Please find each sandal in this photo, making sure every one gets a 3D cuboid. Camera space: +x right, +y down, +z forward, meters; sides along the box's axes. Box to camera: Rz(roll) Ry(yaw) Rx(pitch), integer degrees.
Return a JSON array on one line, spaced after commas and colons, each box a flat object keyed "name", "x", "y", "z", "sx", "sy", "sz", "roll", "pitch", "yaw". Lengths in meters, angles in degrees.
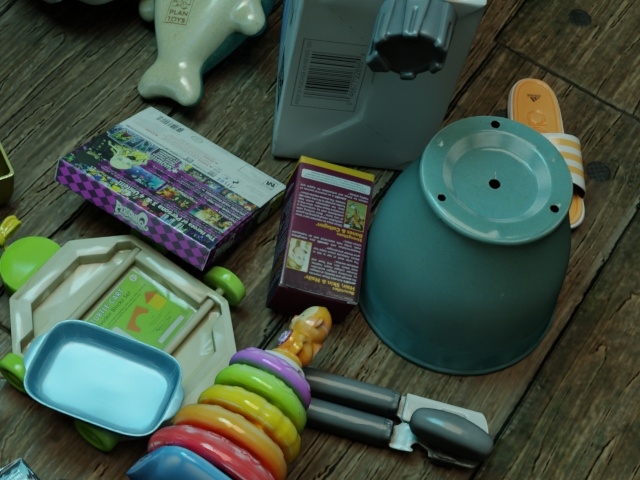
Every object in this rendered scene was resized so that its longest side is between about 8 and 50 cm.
[{"name": "sandal", "x": 0.311, "y": -0.138, "z": 1.710, "sx": 0.102, "sy": 0.076, "sz": 0.265, "roll": -1, "pitch": 58, "yaw": -7}]

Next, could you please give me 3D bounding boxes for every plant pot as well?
[{"name": "plant pot", "x": 0.189, "y": -0.011, "z": 1.509, "sx": 0.271, "sy": 0.255, "sz": 0.272, "roll": 3, "pitch": 57, "yaw": -5}, {"name": "plant pot", "x": -0.442, "y": -0.079, "z": 1.573, "sx": 0.081, "sy": 0.083, "sz": 0.081, "roll": -21, "pitch": 62, "yaw": -19}]

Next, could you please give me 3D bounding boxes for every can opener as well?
[{"name": "can opener", "x": 0.071, "y": 0.202, "z": 1.463, "sx": 0.280, "sy": 0.093, "sz": 0.074, "roll": 13, "pitch": 58, "yaw": 7}]

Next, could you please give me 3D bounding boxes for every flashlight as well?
[{"name": "flashlight", "x": 0.135, "y": -0.321, "z": 1.372, "sx": 0.103, "sy": 0.103, "sz": 0.304, "roll": 16, "pitch": 58, "yaw": -3}]

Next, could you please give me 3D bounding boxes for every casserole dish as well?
[{"name": "casserole dish", "x": -0.247, "y": 0.162, "z": 1.393, "sx": 0.188, "sy": 0.037, "sz": 0.114, "roll": 20, "pitch": 57, "yaw": 5}]

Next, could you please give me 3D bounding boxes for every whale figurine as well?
[{"name": "whale figurine", "x": -0.161, "y": -0.308, "z": 1.741, "sx": 0.216, "sy": 0.141, "sz": 0.272, "roll": 11, "pitch": 77, "yaw": 29}]

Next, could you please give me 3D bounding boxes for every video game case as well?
[{"name": "video game case", "x": -0.189, "y": -0.074, "z": 1.582, "sx": 0.232, "sy": 0.042, "sz": 0.210, "roll": 30, "pitch": 35, "yaw": 12}]

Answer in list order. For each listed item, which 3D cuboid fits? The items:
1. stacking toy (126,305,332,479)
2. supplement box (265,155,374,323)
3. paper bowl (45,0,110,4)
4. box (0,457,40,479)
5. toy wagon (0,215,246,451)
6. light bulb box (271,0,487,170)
[{"name": "stacking toy", "x": -0.069, "y": 0.187, "z": 1.380, "sx": 0.166, "sy": 0.175, "sz": 0.302, "roll": 38, "pitch": 59, "yaw": -9}, {"name": "supplement box", "x": 0.000, "y": 0.000, "z": 1.562, "sx": 0.104, "sy": 0.081, "sz": 0.188, "roll": 14, "pitch": 63, "yaw": -10}, {"name": "paper bowl", "x": -0.304, "y": -0.450, "z": 1.739, "sx": 0.148, "sy": 0.284, "sz": 0.284, "roll": 46, "pitch": 54, "yaw": -27}, {"name": "box", "x": -0.289, "y": 0.357, "z": 1.277, "sx": 0.108, "sy": 0.153, "sz": 0.207, "roll": -36, "pitch": 68, "yaw": -25}, {"name": "toy wagon", "x": -0.270, "y": 0.090, "z": 1.500, "sx": 0.344, "sy": 0.068, "sz": 0.267, "roll": 33, "pitch": 59, "yaw": 14}, {"name": "light bulb box", "x": 0.071, "y": -0.344, "z": 1.643, "sx": 0.225, "sy": 0.358, "sz": 0.361, "roll": 6, "pitch": 57, "yaw": -6}]
